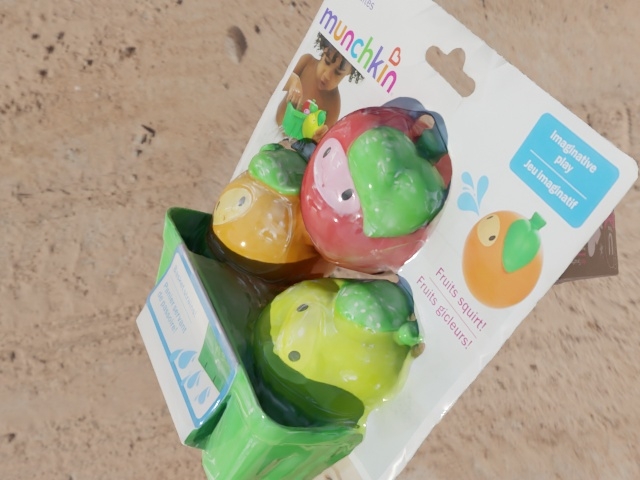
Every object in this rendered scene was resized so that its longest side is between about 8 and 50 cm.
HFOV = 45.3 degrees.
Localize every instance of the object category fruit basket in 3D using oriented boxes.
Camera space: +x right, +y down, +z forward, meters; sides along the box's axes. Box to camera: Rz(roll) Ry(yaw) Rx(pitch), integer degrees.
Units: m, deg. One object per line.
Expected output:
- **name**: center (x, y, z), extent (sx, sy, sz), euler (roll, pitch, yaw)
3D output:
- **fruit basket**: center (0.000, 0.000, 0.552), extent (0.353, 0.165, 0.327), euler (-62, 41, 28)

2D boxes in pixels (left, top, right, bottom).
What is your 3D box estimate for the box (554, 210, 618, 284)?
- **box**: center (0.207, -0.021, 0.823), extent (0.163, 0.247, 0.142), euler (-5, 85, 32)
